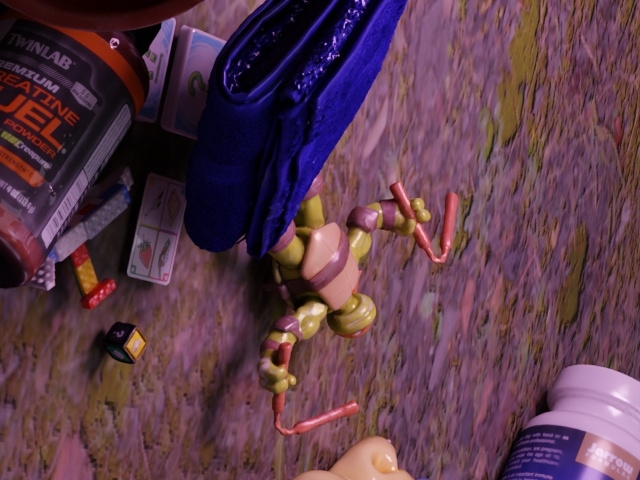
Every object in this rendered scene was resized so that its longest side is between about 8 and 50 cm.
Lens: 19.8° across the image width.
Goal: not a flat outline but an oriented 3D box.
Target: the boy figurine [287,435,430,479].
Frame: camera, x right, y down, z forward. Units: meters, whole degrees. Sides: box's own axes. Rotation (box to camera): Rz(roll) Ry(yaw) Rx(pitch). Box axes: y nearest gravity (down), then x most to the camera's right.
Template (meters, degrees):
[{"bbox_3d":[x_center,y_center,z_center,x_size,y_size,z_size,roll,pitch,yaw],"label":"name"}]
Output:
[{"bbox_3d":[0.049,0.254,1.574,0.285,0.092,0.177,17,57,-57],"label":"boy figurine"}]

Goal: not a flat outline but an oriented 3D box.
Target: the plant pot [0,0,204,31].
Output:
[{"bbox_3d":[-0.076,-0.281,1.100,0.265,0.272,0.272,-33,125,-61],"label":"plant pot"}]

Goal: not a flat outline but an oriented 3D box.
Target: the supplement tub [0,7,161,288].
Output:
[{"bbox_3d":[-0.173,-0.076,1.115,0.198,0.106,0.106,-61,144,-25],"label":"supplement tub"}]

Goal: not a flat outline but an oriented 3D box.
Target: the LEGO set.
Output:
[{"bbox_3d":[-0.129,-0.040,1.253,0.182,0.060,0.244,18,83,-55],"label":"LEGO set"}]

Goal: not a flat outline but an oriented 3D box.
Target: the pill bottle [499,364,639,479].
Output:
[{"bbox_3d":[0.255,0.269,1.873,0.264,0.153,0.153,-64,145,-27],"label":"pill bottle"}]

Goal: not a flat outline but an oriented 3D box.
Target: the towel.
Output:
[{"bbox_3d":[0.002,-0.113,1.200,0.227,0.076,0.308,-53,177,-18],"label":"towel"}]

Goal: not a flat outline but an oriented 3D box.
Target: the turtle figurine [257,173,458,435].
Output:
[{"bbox_3d":[0.000,0.000,1.445,0.269,0.087,0.217,-50,131,-27],"label":"turtle figurine"}]
